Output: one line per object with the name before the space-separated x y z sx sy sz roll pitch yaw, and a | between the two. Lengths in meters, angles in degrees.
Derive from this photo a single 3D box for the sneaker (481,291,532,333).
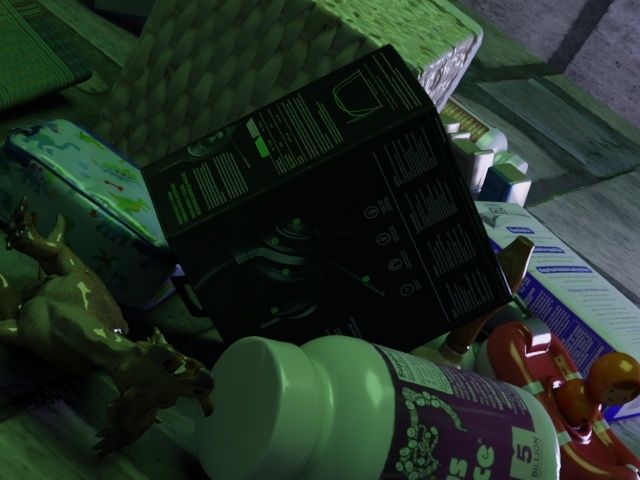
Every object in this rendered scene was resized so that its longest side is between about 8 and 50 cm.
sneaker | 0.151 0.068 1.951 0.224 0.083 0.098 34 43 11

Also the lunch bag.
lunch bag | -0.220 -0.032 1.579 0.219 0.090 0.176 36 17 6

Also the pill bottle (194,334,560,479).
pill bottle | 0.049 0.177 1.370 0.301 0.169 0.169 18 25 -34

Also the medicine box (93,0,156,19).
medicine box | -0.175 -0.418 2.337 0.263 0.149 0.289 10 21 0

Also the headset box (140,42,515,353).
headset box | 0.000 0.000 1.470 0.246 0.283 0.131 63 0 -36

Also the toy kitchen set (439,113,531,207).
toy kitchen set | 0.164 -0.078 2.279 0.166 0.122 0.207 -10 38 -35

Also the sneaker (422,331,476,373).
sneaker | 0.058 0.095 1.729 0.256 0.151 0.094 57 -21 -11

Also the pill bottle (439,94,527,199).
pill bottle | 0.207 -0.145 2.432 0.216 0.121 0.121 39 21 17

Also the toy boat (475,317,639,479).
toy boat | 0.284 0.174 1.707 0.151 0.151 0.231 -4 63 -59

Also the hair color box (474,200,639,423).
hair color box | 0.300 0.088 2.051 0.339 0.110 0.185 46 25 28

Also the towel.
towel | -0.423 -0.244 1.728 0.271 0.040 0.370 50 24 2

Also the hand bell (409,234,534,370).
hand bell | 0.143 0.095 1.594 0.126 0.242 0.126 28 20 -11

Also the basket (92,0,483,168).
basket | -0.045 -0.181 1.855 0.328 0.331 0.266 35 26 6

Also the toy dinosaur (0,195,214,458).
toy dinosaur | -0.199 0.077 1.320 0.200 0.127 0.295 34 6 -18
